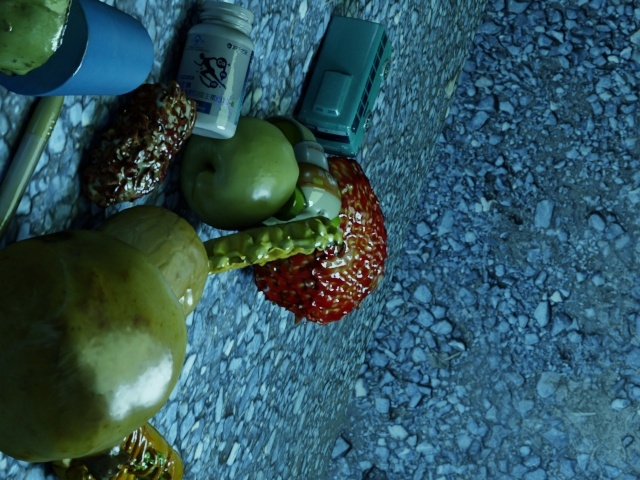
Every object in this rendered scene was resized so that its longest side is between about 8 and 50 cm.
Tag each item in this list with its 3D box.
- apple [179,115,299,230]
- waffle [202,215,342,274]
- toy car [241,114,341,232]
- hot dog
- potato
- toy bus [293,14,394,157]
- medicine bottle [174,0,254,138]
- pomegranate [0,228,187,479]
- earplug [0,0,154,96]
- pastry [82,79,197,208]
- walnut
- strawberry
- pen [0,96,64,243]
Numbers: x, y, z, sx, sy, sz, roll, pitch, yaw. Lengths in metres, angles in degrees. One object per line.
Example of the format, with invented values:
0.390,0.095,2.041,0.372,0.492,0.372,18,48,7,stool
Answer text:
-0.130,-0.109,1.991,0.200,0.200,0.200,17,90,-74,apple
-0.115,0.015,2.003,0.329,0.329,0.062,-9,84,-73,waffle
-0.071,-0.114,2.173,0.145,0.235,0.235,28,78,-52,toy car
-0.302,0.353,1.925,0.158,0.117,0.349,-34,154,-9,hot dog
-0.330,-0.294,1.237,0.111,0.160,0.272,-6,115,-47,potato
0.048,-0.310,2.506,0.147,0.128,0.256,59,47,-66,toy bus
-0.160,-0.256,1.876,0.107,0.107,0.192,29,74,-74,medicine bottle
-0.306,0.123,1.496,0.307,0.307,0.307,17,90,-74,pomegranate
-0.281,-0.230,1.485,0.273,0.132,0.132,-14,119,-76,earplug
-0.250,-0.133,1.739,0.208,0.097,0.115,-61,150,-34,pastry
-0.259,0.052,1.742,0.226,0.193,0.193,-49,151,-47,walnut
0.001,0.002,2.349,0.343,0.292,0.292,95,16,-71,strawberry
-0.364,-0.082,1.516,0.040,0.032,0.233,141,-29,-76,pen
